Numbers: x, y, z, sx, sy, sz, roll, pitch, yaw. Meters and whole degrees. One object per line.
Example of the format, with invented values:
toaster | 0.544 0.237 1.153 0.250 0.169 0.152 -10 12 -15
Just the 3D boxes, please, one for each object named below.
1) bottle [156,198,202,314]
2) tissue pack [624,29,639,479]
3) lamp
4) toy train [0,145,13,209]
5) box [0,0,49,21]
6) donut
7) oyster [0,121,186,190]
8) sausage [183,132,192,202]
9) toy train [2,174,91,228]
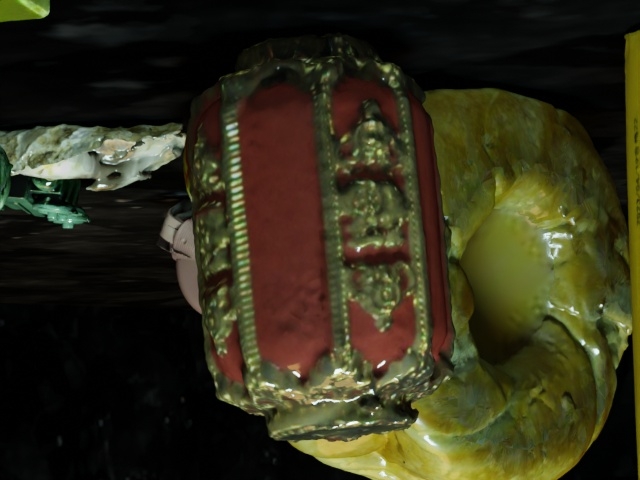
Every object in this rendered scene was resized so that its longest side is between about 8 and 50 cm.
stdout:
bottle | -0.045 0.026 1.972 0.206 0.173 0.297 36 -161 35
tissue pack | 0.349 0.031 1.060 0.228 0.381 0.293 2 173 -23
lamp | 0.000 0.000 1.141 0.177 0.273 0.177 -6 171 -1
toy train | -0.395 -0.058 1.146 0.369 0.150 0.237 -2 168 -15
box | -0.313 -0.136 0.843 0.311 0.043 0.173 -4 174 12
donut | 0.106 0.046 1.355 0.360 0.360 0.170 4 175 -44
oyster | -0.209 -0.083 1.444 0.200 0.061 0.106 -2 157 -22
sausage | -0.052 -0.045 1.421 0.117 0.125 0.317 -4 174 12
toy train | -0.270 -0.055 1.559 0.111 0.071 0.170 7 175 -2
